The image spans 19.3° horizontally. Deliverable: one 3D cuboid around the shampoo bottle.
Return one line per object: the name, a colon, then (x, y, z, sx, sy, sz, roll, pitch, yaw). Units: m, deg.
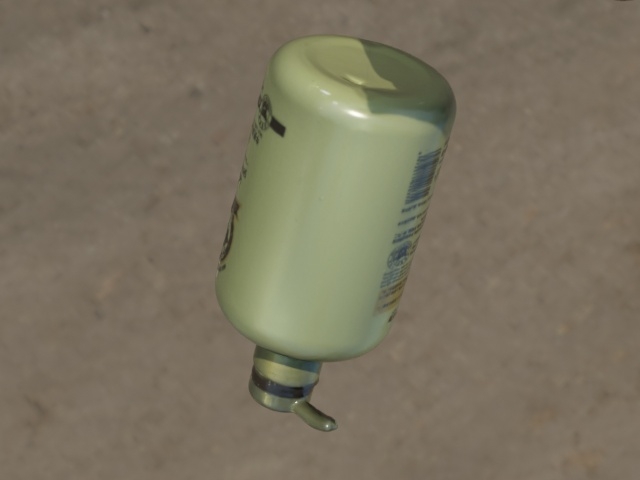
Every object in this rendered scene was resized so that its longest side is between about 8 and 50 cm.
shampoo bottle: (0.000, 0.000, 0.786, 0.079, 0.079, 0.162, -6, 124, -36)
